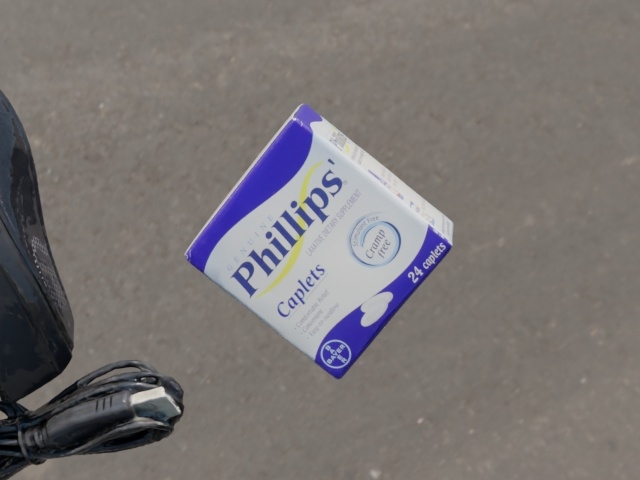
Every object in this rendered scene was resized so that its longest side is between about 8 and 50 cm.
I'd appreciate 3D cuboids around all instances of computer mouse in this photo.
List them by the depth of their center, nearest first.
[{"bbox_3d":[-0.207,0.022,0.761,0.072,0.188,0.272,-49,122,-68],"label":"computer mouse"}]

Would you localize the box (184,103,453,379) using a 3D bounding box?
[{"bbox_3d":[0.000,0.000,0.889,0.137,0.126,0.072,38,15,-4],"label":"box"}]
